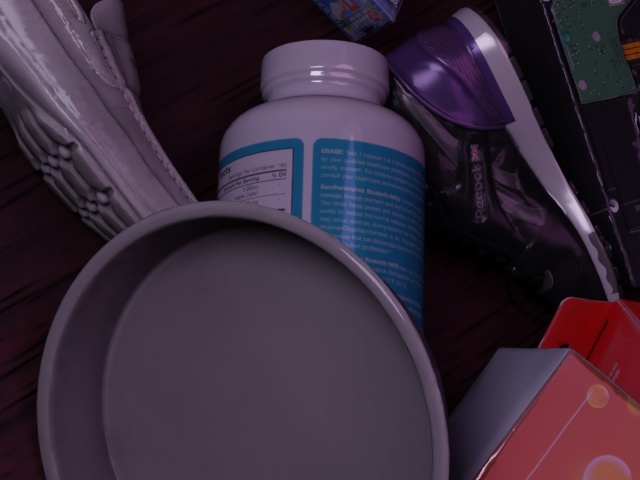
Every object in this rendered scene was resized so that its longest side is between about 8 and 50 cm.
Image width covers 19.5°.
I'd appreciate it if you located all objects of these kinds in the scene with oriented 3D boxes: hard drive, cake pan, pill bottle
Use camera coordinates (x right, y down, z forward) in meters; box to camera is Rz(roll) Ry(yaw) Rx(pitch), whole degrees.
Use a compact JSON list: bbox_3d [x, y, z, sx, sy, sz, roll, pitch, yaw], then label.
[{"bbox_3d":[0.272,-0.139,1.540,0.237,0.064,0.339,-15,86,-34],"label":"hard drive"},{"bbox_3d":[-0.045,0.119,1.168,0.054,0.293,0.293,-12,83,-62],"label":"cake pan"},{"bbox_3d":[0.000,0.000,1.287,0.146,0.146,0.264,11,72,-29],"label":"pill bottle"}]

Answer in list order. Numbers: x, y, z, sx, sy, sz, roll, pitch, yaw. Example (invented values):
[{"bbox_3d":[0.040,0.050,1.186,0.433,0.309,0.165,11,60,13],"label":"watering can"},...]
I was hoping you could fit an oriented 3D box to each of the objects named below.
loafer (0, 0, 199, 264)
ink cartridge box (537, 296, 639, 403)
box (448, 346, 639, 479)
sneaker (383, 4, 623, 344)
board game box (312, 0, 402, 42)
[{"bbox_3d":[-0.166,-0.118,1.238,0.111,0.112,0.319,-40,98,-24],"label":"loafer"},{"bbox_3d":[0.266,0.126,1.416,0.231,0.078,0.134,9,118,-29],"label":"ink cartridge box"},{"bbox_3d":[0.211,0.260,1.269,0.345,0.168,0.215,39,80,-6],"label":"box"},{"bbox_3d":[0.124,-0.026,1.417,0.124,0.107,0.283,-29,100,-7],"label":"sneaker"},{"bbox_3d":[-0.004,-0.284,1.412,0.194,0.060,0.194,31,63,-22],"label":"board game box"}]
